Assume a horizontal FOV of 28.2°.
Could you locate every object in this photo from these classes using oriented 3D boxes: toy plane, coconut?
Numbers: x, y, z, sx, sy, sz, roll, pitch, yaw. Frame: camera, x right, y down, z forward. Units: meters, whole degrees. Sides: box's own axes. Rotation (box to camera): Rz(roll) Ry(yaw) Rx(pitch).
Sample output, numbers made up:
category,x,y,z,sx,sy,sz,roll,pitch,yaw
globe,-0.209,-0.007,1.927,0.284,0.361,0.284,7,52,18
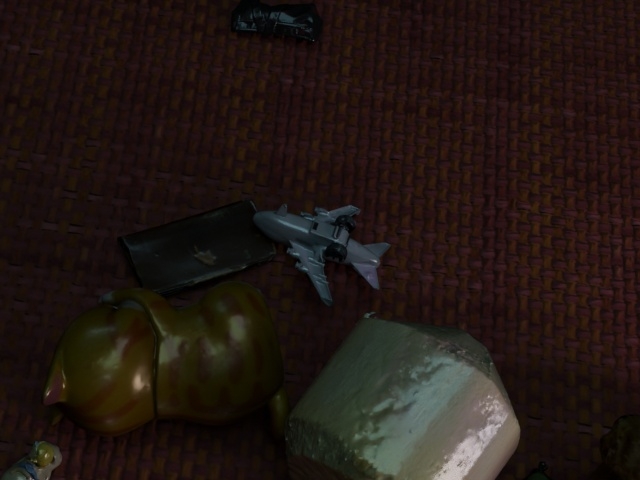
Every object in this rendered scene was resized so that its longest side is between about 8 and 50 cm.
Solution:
category,x,y,z,sx,sy,sz,roll,pitch,yaw
toy plane,0.000,0.000,1.554,0.171,0.065,0.162,27,46,-9
coconut,0.097,0.197,1.382,0.239,0.239,0.244,35,64,9

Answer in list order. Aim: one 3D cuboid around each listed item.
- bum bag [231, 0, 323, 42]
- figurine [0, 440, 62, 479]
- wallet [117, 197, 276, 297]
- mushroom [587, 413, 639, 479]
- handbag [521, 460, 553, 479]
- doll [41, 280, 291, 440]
category,x,y,z,sx,sy,sz,roll,pitch,yaw
bum bag,-0.059,-0.300,1.721,0.124,0.034,0.058,5,76,-6
figurine,-0.315,0.250,1.388,0.047,0.050,0.083,36,63,3
wallet,-0.148,0.010,1.551,0.176,0.026,0.095,-18,66,-23
mushroom,0.416,0.357,1.379,0.345,0.239,0.345,-1,80,4
handbag,0.242,0.308,1.450,0.072,0.047,0.111,5,63,21
doll,-0.168,0.135,1.413,0.269,0.167,0.162,-1,61,-7
